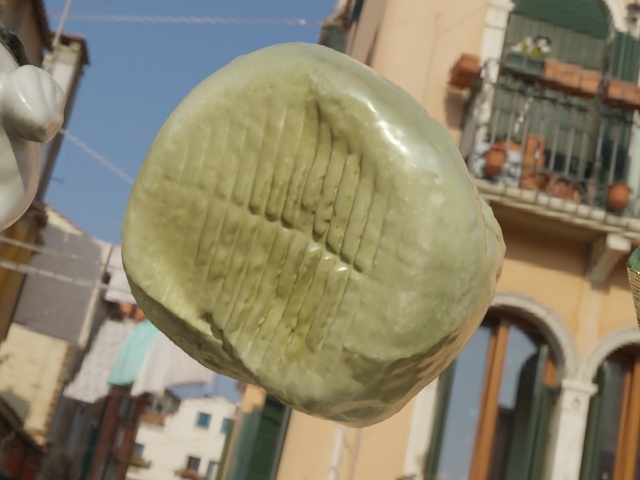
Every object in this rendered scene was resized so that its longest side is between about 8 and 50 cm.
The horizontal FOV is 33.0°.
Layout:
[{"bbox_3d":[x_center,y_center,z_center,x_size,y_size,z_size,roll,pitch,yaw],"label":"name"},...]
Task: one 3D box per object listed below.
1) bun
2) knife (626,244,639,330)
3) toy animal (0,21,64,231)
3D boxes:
[{"bbox_3d":[0.000,0.000,0.637,0.229,0.230,0.145,1,4,32],"label":"bun"},{"bbox_3d":[0.151,0.054,0.436,0.043,0.020,0.293,30,-5,28],"label":"knife"},{"bbox_3d":[-0.324,-0.050,0.732,0.208,0.154,0.325,40,-52,-22],"label":"toy animal"}]
